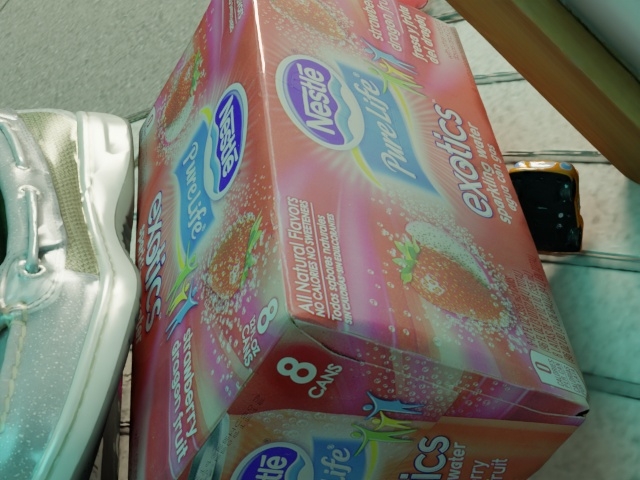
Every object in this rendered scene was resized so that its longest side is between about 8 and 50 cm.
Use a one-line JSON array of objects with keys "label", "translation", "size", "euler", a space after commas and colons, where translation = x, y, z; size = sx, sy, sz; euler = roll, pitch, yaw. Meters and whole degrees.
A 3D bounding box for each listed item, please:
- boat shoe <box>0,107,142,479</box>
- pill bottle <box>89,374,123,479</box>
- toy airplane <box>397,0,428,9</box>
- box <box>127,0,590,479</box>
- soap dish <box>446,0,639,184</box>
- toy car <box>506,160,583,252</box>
[{"label": "boat shoe", "translation": [-0.152, 0.028, 0.581], "size": [0.320, 0.103, 0.118], "euler": [-100, 27, -52]}, {"label": "pill bottle", "translation": [-0.196, 0.132, 0.652], "size": [0.162, 0.162, 0.278], "euler": [-30, 39, 19]}, {"label": "toy airplane", "translation": [0.051, -0.205, 0.863], "size": [0.151, 0.028, 0.151], "euler": [-27, 39, 25]}, {"label": "box", "translation": [0.000, 0.000, 0.569], "size": [0.154, 0.142, 0.300], "euler": [-54, 28, 33]}, {"label": "soap dish", "translation": [0.180, -0.185, 0.565], "size": [0.291, 0.229, 0.118], "euler": [-57, 21, -17]}, {"label": "toy car", "translation": [0.088, -0.018, 0.614], "size": [0.122, 0.060, 0.040], "euler": [-11, 38, 36]}]
